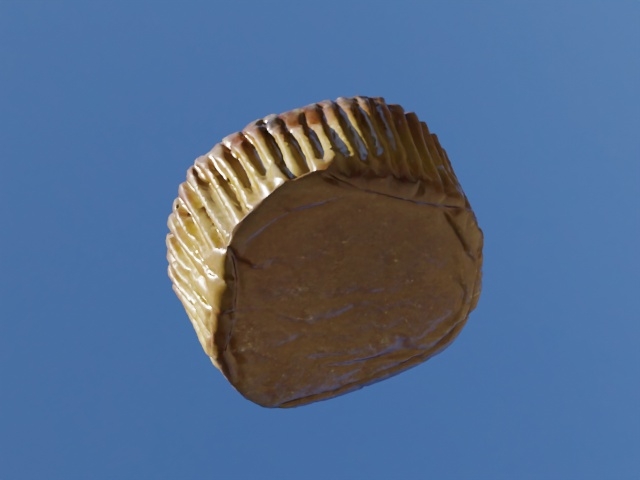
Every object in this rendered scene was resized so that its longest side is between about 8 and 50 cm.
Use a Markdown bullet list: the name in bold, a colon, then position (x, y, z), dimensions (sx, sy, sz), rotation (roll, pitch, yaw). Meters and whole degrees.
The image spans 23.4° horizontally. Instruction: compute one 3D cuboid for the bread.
- **bread**: position (0.000, 0.000, 0.417), dimensions (0.085, 0.085, 0.053), rotation (14, -152, -29)
